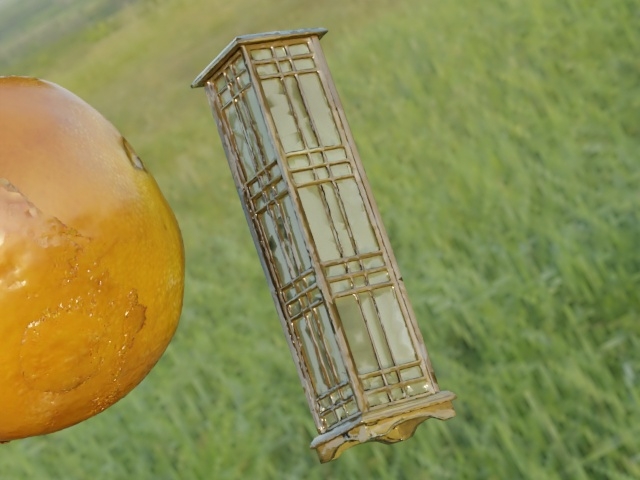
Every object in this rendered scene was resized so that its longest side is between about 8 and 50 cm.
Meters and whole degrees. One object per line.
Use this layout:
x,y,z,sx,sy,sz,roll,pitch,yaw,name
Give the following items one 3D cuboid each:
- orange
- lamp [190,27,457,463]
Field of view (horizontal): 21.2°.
-0.204,0.014,1.098,0.240,0.240,0.240,-28,13,7,orange
0.000,0.000,1.317,0.090,0.325,0.089,-12,-14,-32,lamp
